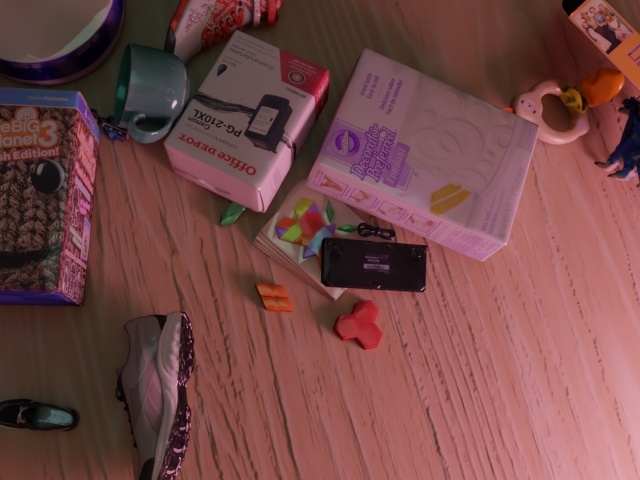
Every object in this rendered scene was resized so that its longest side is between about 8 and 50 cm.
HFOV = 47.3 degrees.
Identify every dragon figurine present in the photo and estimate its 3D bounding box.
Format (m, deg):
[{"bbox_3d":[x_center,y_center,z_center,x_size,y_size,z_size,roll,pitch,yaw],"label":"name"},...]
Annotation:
[{"bbox_3d":[0.563,-0.165,1.267,0.085,0.289,0.144,22,111,-3],"label":"dragon figurine"}]

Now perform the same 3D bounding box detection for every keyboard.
[{"bbox_3d":[0.089,0.026,1.188,0.180,0.023,0.108,4,84,-16],"label":"keyboard"}]

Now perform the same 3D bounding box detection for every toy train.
[{"bbox_3d":[-0.375,-0.195,1.171,0.158,0.027,0.036,21,75,-6],"label":"toy train"}]

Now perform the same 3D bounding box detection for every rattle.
[{"bbox_3d":[0.406,-0.236,1.288,0.200,0.143,0.130,-1,95,-18],"label":"rattle"}]

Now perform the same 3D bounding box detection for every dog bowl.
[{"bbox_3d":[-0.447,-0.385,1.146,0.265,0.104,0.264,1,83,-7],"label":"dog bowl"}]

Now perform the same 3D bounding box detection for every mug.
[{"bbox_3d":[-0.262,-0.220,1.143,0.097,0.129,0.157,6,86,-25],"label":"mug"}]

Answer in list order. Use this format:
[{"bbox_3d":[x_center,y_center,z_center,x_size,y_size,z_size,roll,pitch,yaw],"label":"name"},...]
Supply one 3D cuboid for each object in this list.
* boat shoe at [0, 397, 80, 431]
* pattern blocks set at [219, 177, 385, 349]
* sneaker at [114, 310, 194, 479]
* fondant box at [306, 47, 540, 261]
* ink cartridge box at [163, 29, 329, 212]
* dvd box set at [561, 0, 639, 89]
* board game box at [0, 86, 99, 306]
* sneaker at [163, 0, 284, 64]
[{"bbox_3d":[-0.411,0.252,1.047,0.125,0.038,0.046,12,74,-9],"label":"boat shoe"},{"bbox_3d":[0.000,0.000,1.201,0.325,0.026,0.285,28,72,-3],"label":"pattern blocks set"},{"bbox_3d":[-0.246,0.239,1.064,0.108,0.100,0.271,0,72,3],"label":"sneaker"},{"bbox_3d":[0.173,-0.141,1.218,0.330,0.096,0.238,23,68,-3],"label":"fondant box"},{"bbox_3d":[-0.114,-0.190,1.173,0.172,0.100,0.237,25,73,8],"label":"ink cartridge box"},{"bbox_3d":[0.582,-0.269,1.248,0.420,0.307,0.062,43,116,-5],"label":"dvd box set"},{"bbox_3d":[-0.459,-0.060,1.050,0.232,0.141,0.290,1,76,-5],"label":"board game box"},{"bbox_3d":[-0.151,-0.382,1.231,0.145,0.090,0.270,23,70,-3],"label":"sneaker"}]
